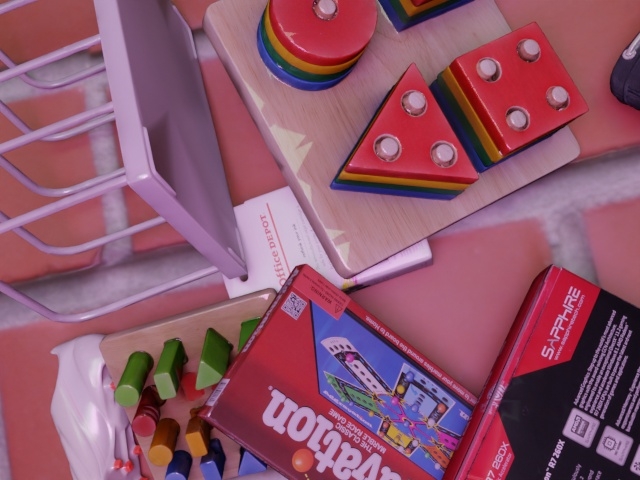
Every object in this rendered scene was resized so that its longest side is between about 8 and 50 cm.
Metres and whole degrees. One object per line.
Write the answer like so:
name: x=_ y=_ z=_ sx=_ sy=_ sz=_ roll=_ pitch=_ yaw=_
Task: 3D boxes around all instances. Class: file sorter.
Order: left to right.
file sorter: x=-0.198 y=-0.099 z=0.783 sx=0.173 sy=0.193 sz=0.278 roll=-19 pitch=63 yaw=8

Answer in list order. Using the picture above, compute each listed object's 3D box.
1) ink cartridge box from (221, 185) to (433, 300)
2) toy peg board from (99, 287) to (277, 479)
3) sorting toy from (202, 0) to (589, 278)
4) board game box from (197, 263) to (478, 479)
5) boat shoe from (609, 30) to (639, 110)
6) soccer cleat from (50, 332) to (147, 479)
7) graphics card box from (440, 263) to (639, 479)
ink cartridge box: x=0.000 y=0.000 z=0.843 sx=0.181 sy=0.061 sz=0.104 roll=-19 pitch=80 yaw=4
toy peg board: x=-0.092 y=0.146 z=0.795 sx=0.161 sy=0.079 sz=0.161 roll=-16 pitch=107 yaw=5
sorting toy: x=0.074 y=-0.141 z=0.786 sx=0.255 sy=0.089 sz=0.257 roll=-27 pitch=84 yaw=-20
board game box: x=0.053 y=0.160 z=0.756 sx=0.281 sy=0.027 sz=0.145 roll=38 pitch=72 yaw=-15
boat shoe: x=0.374 y=-0.218 z=0.807 sx=0.302 sy=0.114 sz=0.091 roll=-40 pitch=40 yaw=-14
soccer cleat: x=-0.206 y=0.184 z=0.847 sx=0.076 sy=0.068 sz=0.196 roll=-9 pitch=81 yaw=22
graphics card box: x=0.291 y=0.208 z=0.725 sx=0.370 sy=0.094 sz=0.233 roll=27 pitch=72 yaw=5
